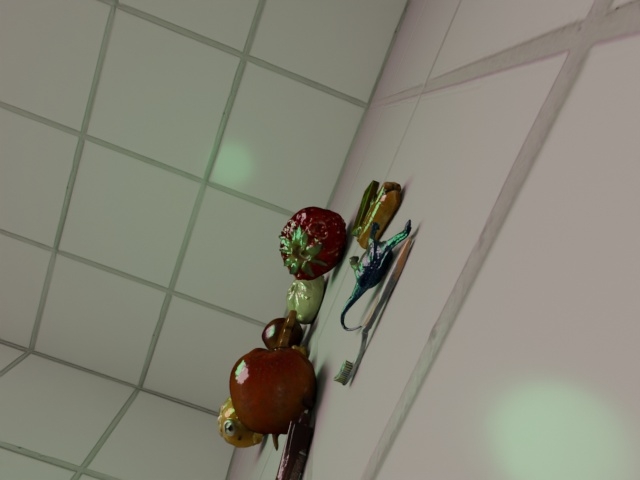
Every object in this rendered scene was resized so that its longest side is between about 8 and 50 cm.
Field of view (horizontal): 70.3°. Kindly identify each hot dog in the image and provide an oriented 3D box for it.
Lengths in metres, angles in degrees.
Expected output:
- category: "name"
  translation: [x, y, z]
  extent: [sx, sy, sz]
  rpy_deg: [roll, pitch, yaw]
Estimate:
- category: "hot dog"
  translation: [0.161, -0.072, 1.305]
  extent: [0.249, 0.068, 0.100]
  rpy_deg: [115, 173, -46]

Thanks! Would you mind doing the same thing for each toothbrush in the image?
- category: "toothbrush"
  translation: [0.119, 0.163, 1.005]
  extent: [0.028, 0.037, 0.375]
  rpy_deg: [-99, 32, -75]

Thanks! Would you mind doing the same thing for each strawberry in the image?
- category: "strawberry"
  translation: [0.000, 0.000, 1.977]
  extent: [0.345, 0.295, 0.318]
  rpy_deg: [-22, -56, -50]

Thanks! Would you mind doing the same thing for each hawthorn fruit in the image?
- category: "hawthorn fruit"
  translation: [-0.145, 0.476, 1.379]
  extent: [0.277, 0.277, 0.298]
  rpy_deg: [120, 147, -65]

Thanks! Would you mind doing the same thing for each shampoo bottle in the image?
- category: "shampoo bottle"
  translation: [-0.064, 0.546, 1.223]
  extent: [0.068, 0.067, 0.236]
  rpy_deg: [104, -177, -54]

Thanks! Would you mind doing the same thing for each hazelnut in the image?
- category: "hazelnut"
  translation: [-0.179, 0.468, 2.264]
  extent: [0.208, 0.208, 0.208]
  rpy_deg: [-159, 90, -86]

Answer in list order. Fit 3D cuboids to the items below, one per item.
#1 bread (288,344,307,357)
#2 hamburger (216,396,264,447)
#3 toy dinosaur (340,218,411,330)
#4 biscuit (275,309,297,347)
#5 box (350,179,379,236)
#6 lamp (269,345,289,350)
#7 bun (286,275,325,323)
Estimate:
- category: "bread"
  translation: [-0.115, 0.514, 1.925]
  extent: [0.271, 0.077, 0.139]
  rpy_deg: [123, 167, -72]
- category: "hamburger"
  translation: [-0.365, 0.880, 2.222]
  extent: [0.237, 0.276, 0.276]
  rpy_deg: [-22, 46, 67]
- category: "toy dinosaur"
  translation: [0.125, 0.060, 1.111]
  extent: [0.147, 0.076, 0.363]
  rpy_deg: [-87, 21, -54]
- category: "biscuit"
  translation: [-0.156, 0.429, 2.016]
  extent: [0.334, 0.047, 0.202]
  rpy_deg: [118, 170, -65]
- category: "box"
  translation: [0.165, -0.118, 1.704]
  extent: [0.121, 0.030, 0.193]
  rpy_deg: [126, 164, -74]
- category: "lamp"
  translation: [-0.161, 0.496, 1.648]
  extent: [0.247, 0.247, 0.247]
  rpy_deg: [-159, 90, -86]
- category: "bun"
  translation: [-0.078, 0.259, 2.125]
  extent: [0.259, 0.160, 0.259]
  rpy_deg: [-162, 90, -87]
